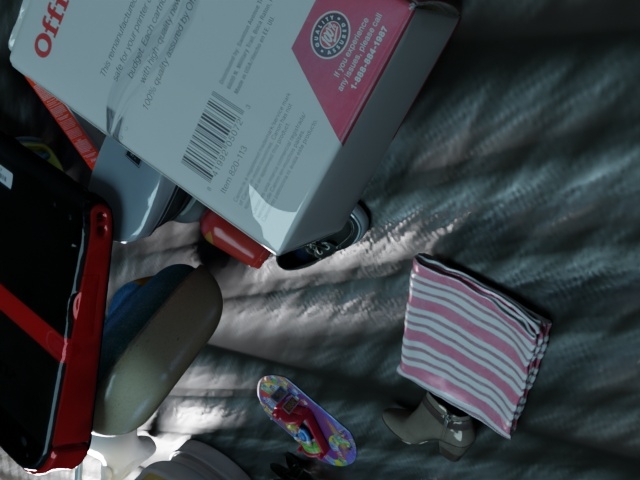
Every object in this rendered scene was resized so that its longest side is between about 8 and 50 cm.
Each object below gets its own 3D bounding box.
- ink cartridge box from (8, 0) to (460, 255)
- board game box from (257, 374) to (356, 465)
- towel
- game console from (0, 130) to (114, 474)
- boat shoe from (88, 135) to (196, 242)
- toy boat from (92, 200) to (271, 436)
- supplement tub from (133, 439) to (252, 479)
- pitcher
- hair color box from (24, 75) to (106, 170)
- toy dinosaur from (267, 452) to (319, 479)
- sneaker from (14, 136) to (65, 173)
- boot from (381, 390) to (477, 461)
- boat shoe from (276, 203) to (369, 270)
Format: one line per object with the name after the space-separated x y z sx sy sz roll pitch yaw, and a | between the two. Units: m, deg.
-0.071 -0.156 0.717 0.283 0.117 0.207 35 112 15 | ink cartridge box
-0.030 0.258 1.281 0.169 0.033 0.133 40 147 8 | board game box
0.142 0.110 0.929 0.144 0.029 0.197 29 142 23 | towel
-0.366 0.042 1.057 0.387 0.060 0.341 29 115 35 | game console
-0.117 -0.123 0.886 0.113 0.105 0.306 40 123 20 | boat shoe
-0.182 0.062 1.088 0.148 0.267 0.318 36 116 -1 | toy boat
-0.261 0.517 1.544 0.241 0.331 0.241 29 144 24 | supplement tub
-0.387 0.341 1.627 0.126 0.177 0.207 7 133 29 | pitcher
-0.258 -0.155 1.037 0.043 0.072 0.141 -7 121 51 | hair color box
0.001 0.439 1.387 0.322 0.164 0.218 -23 125 31 | toy dinosaur
-0.466 -0.108 1.210 0.319 0.127 0.208 26 156 -38 | sneaker
0.121 0.194 1.047 0.119 0.042 0.086 24 136 26 | boot
0.000 0.000 0.956 0.049 0.040 0.142 49 147 -6 | boat shoe
